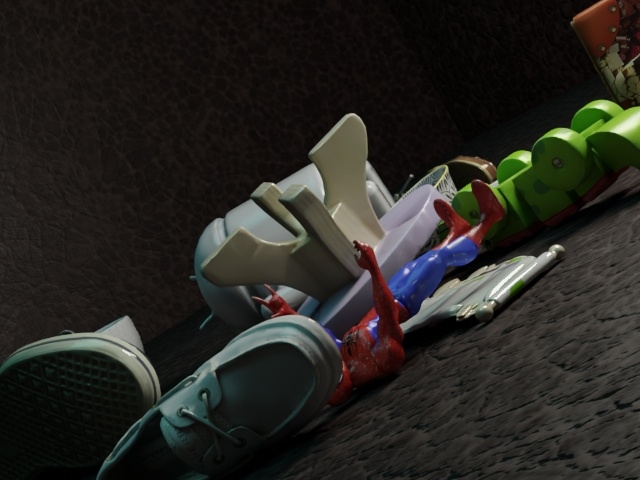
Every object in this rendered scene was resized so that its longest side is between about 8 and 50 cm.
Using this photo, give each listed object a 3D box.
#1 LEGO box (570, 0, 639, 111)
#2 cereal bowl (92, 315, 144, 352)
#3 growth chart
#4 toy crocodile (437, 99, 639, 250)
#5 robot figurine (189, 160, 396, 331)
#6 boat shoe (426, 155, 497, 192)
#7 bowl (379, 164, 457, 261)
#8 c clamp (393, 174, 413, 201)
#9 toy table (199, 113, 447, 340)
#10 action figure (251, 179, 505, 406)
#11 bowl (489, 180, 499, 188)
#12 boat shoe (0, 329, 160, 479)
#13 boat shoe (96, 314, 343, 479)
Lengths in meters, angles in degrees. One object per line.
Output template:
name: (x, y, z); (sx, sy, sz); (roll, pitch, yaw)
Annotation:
LEGO box: (0.554, -0.320, 1.806); (0.372, 0.193, 0.500); (-30, 3, 15)
cereal bowl: (-0.429, 0.266, 2.148); (0.339, 0.141, 0.339); (-30, 4, 2)
growth chart: (0.131, 0.060, 1.273); (0.172, 0.021, 0.237); (-32, 3, -39)
toy crocodile: (0.254, -0.060, 1.457); (0.115, 0.105, 0.340); (-34, 0, -42)
robot figurine: (-0.048, 0.015, 2.033); (0.353, 0.200, 0.300); (-29, 27, 10)
boat shoe: (0.222, -0.103, 1.961); (0.060, 0.064, 0.178); (-33, 10, -17)
bowl: (0.134, -0.013, 1.739); (0.170, 0.080, 0.170); (-44, 6, 6)
c clamp: (0.180, -0.061, 2.107); (0.161, 0.022, 0.137); (1, -30, -30)
toy table: (0.000, 0.000, 1.501); (0.274, 0.161, 0.252); (-49, 12, -18)
action figure: (0.052, 0.027, 1.200); (0.091, 0.139, 0.280); (-31, 19, 51)
bowl: (0.249, -0.054, 1.735); (0.142, 0.053, 0.142); (-33, 3, -13)
boat shoe: (-0.343, 0.219, 1.746); (0.156, 0.187, 0.500); (-40, 4, -40)
boat shoe: (-0.093, 0.161, 1.120); (0.277, 0.098, 0.096); (-39, -2, 34)
